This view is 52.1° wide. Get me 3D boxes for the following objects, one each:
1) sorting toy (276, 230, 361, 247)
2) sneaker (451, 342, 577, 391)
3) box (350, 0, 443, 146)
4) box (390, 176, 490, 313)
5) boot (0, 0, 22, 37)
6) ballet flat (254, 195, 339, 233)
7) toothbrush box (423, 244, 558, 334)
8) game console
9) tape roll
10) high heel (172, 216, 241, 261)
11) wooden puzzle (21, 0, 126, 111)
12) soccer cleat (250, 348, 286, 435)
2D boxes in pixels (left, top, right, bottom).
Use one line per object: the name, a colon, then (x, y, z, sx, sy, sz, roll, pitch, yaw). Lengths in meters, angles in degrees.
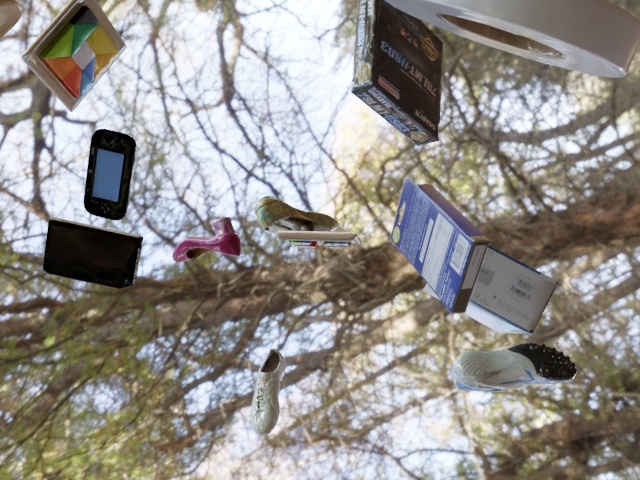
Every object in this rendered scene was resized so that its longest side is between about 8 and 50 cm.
sorting toy: (0.000, 0.000, 1.632, 0.208, 0.192, 0.038, 14, -102, -83)
sneaker: (0.376, 0.256, 1.286, 0.237, 0.086, 0.085, -2, -133, 5)
box: (0.193, -0.422, 1.586, 0.295, 0.073, 0.294, 27, -120, -44)
box: (0.190, -0.001, 1.089, 0.036, 0.137, 0.225, -4, -147, -23)
boot: (-0.724, -0.439, 1.203, 0.295, 0.104, 0.211, -28, -107, -11)
ballet flat: (-0.065, -0.040, 2.079, 0.348, 0.123, 0.123, 19, -135, -44)
toothbrush box: (0.362, 0.103, 1.450, 0.216, 0.126, 0.295, 29, 174, 7)
game console: (-0.505, -0.074, 1.491, 0.213, 0.362, 0.044, 12, -167, -3)
tape roll: (0.283, -0.341, 0.993, 0.391, 0.072, 0.392, 18, -165, -5)
high heel: (-0.319, 0.037, 1.830, 0.082, 0.244, 0.117, 14, -127, -59)
wooden puzzle: (-0.559, -0.436, 1.526, 0.044, 0.239, 0.221, 30, -104, 16)
soccer cleat: (-0.118, 0.330, 1.440, 0.076, 0.068, 0.196, 76, -162, -46)
